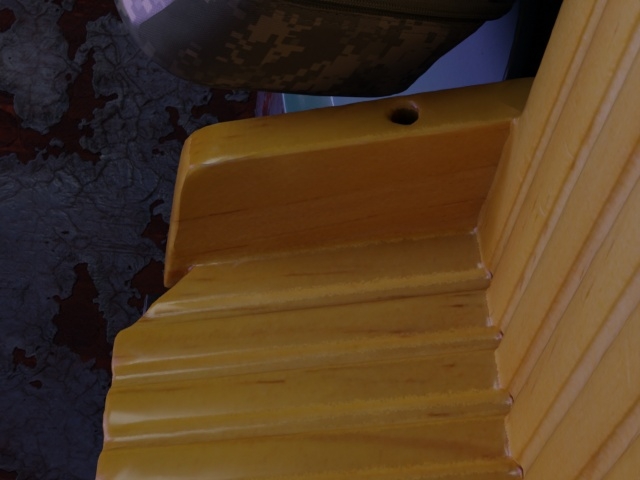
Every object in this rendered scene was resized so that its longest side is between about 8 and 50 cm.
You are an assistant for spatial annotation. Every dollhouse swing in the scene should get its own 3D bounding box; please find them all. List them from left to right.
[{"bbox_3d":[0.016,0.045,0.355,0.305,0.315,0.347,73,-167,-53],"label":"dollhouse swing"}]

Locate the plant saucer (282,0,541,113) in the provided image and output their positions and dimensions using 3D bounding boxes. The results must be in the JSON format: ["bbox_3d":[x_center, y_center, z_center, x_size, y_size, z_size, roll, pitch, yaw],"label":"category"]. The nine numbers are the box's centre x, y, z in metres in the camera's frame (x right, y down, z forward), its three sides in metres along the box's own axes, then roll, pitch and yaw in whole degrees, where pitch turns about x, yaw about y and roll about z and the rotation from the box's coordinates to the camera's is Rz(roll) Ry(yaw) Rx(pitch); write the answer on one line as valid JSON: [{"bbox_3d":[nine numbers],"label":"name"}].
[{"bbox_3d":[0.057,-0.165,0.666,0.317,0.043,0.318,-4,85,62],"label":"plant saucer"}]

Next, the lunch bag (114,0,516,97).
[{"bbox_3d":[0.013,-0.257,0.455,0.256,0.212,0.305,-33,66,46],"label":"lunch bag"}]

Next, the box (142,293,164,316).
[{"bbox_3d":[-0.071,0.133,0.966,0.183,0.230,0.056,-99,15,-58],"label":"box"}]
